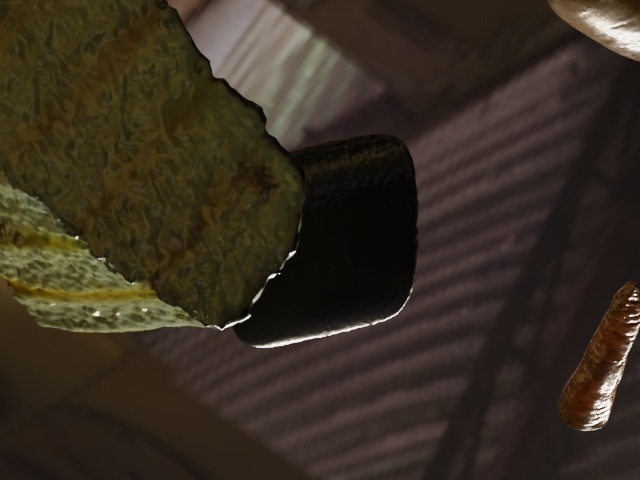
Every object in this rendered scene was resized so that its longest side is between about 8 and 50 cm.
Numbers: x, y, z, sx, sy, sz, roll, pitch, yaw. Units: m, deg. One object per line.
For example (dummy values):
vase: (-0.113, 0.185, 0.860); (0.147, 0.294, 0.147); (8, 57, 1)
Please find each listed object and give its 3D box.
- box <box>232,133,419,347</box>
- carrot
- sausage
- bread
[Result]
box: (0.000, 0.000, 1.962); (0.042, 0.201, 0.213); (-122, -156, -60)
carrot: (0.294, 0.108, 2.005); (0.224, 0.057, 0.057); (103, 8, -48)
sausage: (0.431, -0.270, 2.329); (0.123, 0.500, 0.136); (40, -63, 41)
bread: (-0.228, -0.076, 1.747); (0.264, 0.395, 0.239); (-26, -160, 53)
